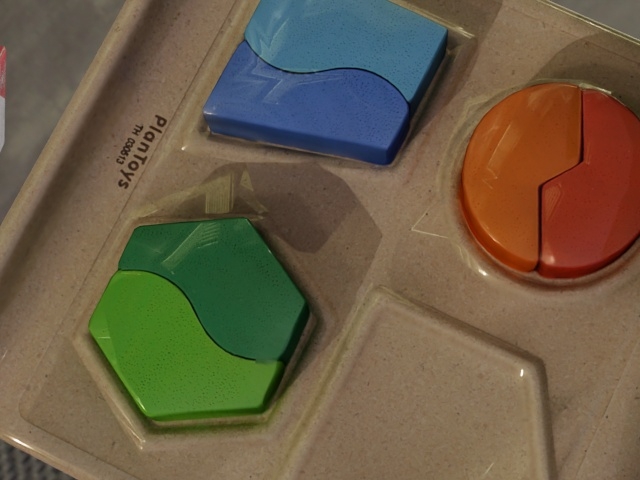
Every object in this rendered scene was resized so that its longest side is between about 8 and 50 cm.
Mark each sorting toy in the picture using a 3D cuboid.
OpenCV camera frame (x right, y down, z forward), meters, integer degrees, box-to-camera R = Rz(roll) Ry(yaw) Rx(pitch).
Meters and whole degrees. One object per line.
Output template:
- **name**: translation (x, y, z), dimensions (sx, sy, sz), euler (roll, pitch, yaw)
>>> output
- **sorting toy**: translation (-0.001, 0.048, 0.437), dimensions (0.307, 0.229, 0.041), euler (-63, 176, -10)

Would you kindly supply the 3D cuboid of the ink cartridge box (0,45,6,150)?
- **ink cartridge box**: translation (-0.396, -0.126, 1.518), dimensions (0.175, 0.072, 0.127), euler (-89, -172, -59)
